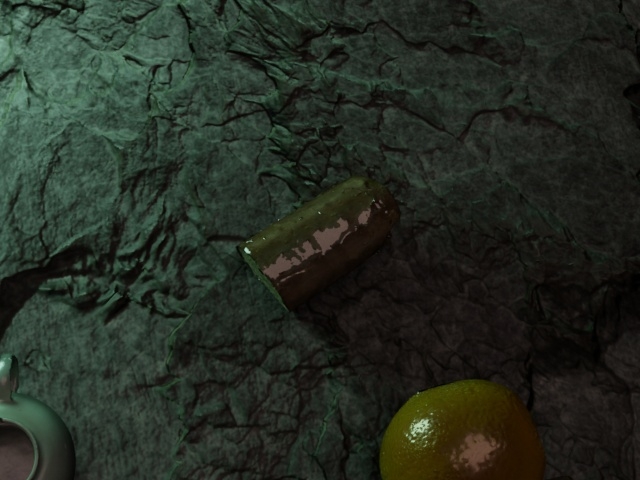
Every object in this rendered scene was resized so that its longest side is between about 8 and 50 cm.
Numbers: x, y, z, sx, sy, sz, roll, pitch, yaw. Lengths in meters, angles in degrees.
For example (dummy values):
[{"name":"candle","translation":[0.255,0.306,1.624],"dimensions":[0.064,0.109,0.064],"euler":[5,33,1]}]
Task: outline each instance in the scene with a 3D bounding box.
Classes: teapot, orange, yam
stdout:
[{"name":"teapot","translation":[-0.420,0.292,1.201],"dimensions":[0.193,0.129,0.294],"euler":[2,69,-13]},{"name":"orange","translation":[0.197,0.304,1.287],"dimensions":[0.236,0.236,0.236],"euler":[4,69,-11]},{"name":"yam","translation":[0.001,0.000,1.413],"dimensions":[0.238,0.128,0.129],"euler":[-35,114,-17]}]

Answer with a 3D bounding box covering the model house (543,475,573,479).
[{"name":"model house","translation":[0.421,0.424,1.245],"dimensions":[0.244,0.326,0.169],"euler":[13,65,-14]}]
